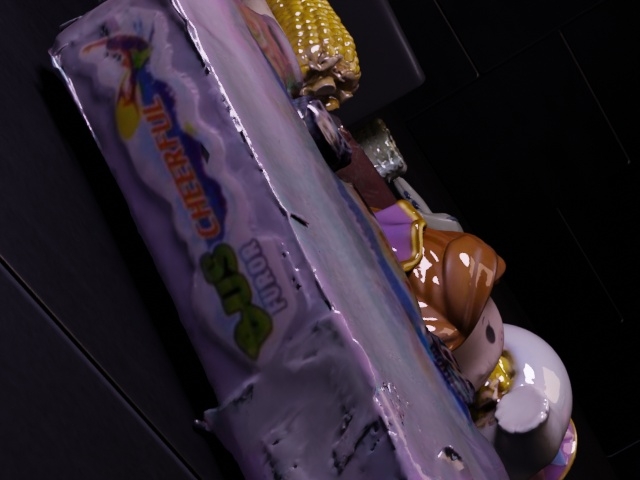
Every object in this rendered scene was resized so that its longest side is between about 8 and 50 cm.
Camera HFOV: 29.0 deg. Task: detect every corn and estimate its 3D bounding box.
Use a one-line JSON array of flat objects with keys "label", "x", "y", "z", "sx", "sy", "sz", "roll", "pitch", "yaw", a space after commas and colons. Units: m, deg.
[{"label": "corn", "x": -0.042, "y": -0.255, "z": 1.402, "sx": 0.106, "sy": 0.106, "sz": 0.305, "roll": 49, "pitch": 11, "yaw": -47}]

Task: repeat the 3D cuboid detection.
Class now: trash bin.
[{"label": "trash bin", "x": 0.018, "y": -0.273, "z": 1.601, "sx": 0.225, "sy": 0.165, "sz": 0.115, "roll": 56, "pitch": 8, "yaw": -32}]

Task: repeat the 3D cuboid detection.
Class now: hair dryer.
[{"label": "hair dryer", "x": 0.144, "y": -0.062, "z": 1.975, "sx": 0.199, "sy": 0.067, "sz": 0.167, "roll": 50, "pitch": 12, "yaw": 12}]

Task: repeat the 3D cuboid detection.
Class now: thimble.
[{"label": "thimble", "x": 0.079, "y": -0.120, "z": 1.734, "sx": 0.084, "sy": 0.062, "sz": 0.110, "roll": 54, "pitch": 10, "yaw": -34}]

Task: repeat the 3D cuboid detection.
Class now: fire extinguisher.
[{"label": "fire extinguisher", "x": 0.056, "y": -0.015, "z": 1.193, "sx": 0.267, "sy": 0.072, "sz": 0.089, "roll": 52, "pitch": 47, "yaw": -35}]

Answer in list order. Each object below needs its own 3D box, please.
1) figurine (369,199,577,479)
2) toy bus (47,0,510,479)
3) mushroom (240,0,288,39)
[{"label": "figurine", "x": 0.082, "y": 0.081, "z": 0.867, "sx": 0.189, "sy": 0.142, "sz": 0.263, "roll": 20, "pitch": -24, "yaw": 49}, {"label": "toy bus", "x": -0.022, "y": 0.015, "z": 0.610, "sx": 0.317, "sy": 0.112, "sz": 0.138, "roll": 61, "pitch": 13, "yaw": 21}, {"label": "mushroom", "x": -0.081, "y": -0.248, "z": 1.289, "sx": 0.084, "sy": 0.071, "sz": 0.209, "roll": 110, "pitch": -40, "yaw": -59}]
